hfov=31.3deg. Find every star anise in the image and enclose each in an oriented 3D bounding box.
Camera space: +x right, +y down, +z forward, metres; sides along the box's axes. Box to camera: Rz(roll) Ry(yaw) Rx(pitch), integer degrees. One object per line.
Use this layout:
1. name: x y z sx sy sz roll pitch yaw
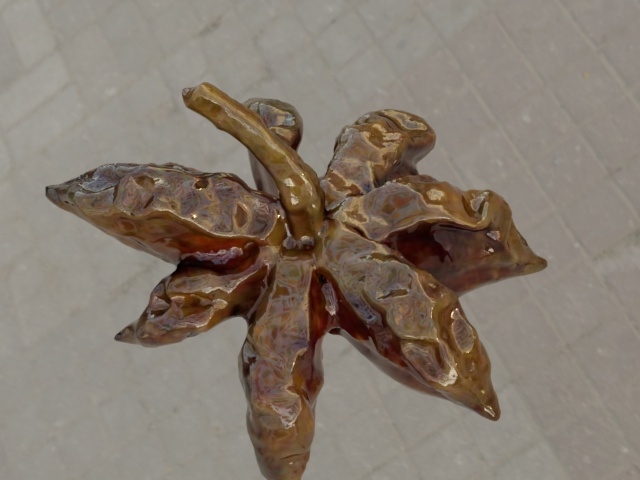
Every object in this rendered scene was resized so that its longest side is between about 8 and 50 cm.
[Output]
1. star anise: 0.000 0.006 0.510 0.111 0.212 0.196 -43 60 60
